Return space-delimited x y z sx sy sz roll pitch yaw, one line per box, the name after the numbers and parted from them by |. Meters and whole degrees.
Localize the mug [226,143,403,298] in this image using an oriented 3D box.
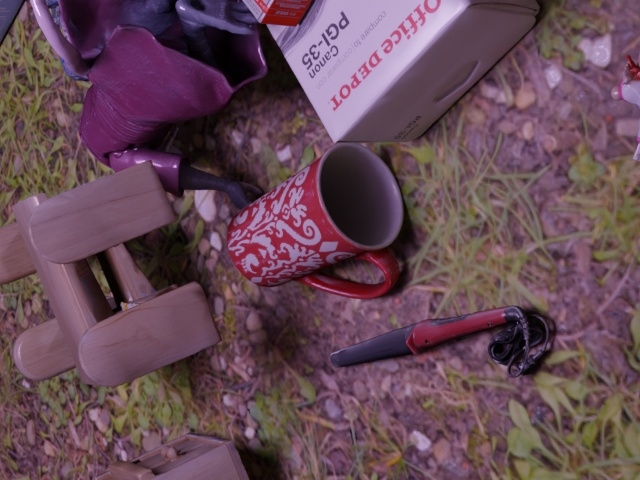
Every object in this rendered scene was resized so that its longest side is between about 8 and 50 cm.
-0.008 -0.001 1.309 0.169 0.113 0.150 -26 76 45 | mug

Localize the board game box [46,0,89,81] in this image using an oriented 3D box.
-0.259 -0.306 1.535 0.194 0.060 0.194 -11 88 44 | board game box

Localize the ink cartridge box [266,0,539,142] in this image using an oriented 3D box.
0.045 -0.262 1.219 0.207 0.117 0.283 -44 66 36 | ink cartridge box

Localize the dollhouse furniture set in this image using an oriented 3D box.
-0.280 0.150 1.401 0.362 0.256 0.394 -11 102 65 | dollhouse furniture set

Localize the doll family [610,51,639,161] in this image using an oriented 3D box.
0.351 -0.110 0.980 0.263 0.118 0.163 15 112 59 | doll family

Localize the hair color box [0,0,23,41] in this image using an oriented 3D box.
-0.451 -0.411 1.664 0.374 0.114 0.185 -50 63 35 | hair color box

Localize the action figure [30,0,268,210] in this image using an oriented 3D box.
-0.193 -0.148 1.342 0.248 0.276 0.370 68 152 20 | action figure

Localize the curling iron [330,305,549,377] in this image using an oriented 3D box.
0.107 0.108 1.264 0.274 0.035 0.068 -10 88 43 | curling iron

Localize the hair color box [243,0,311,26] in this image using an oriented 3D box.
-0.023 -0.290 1.162 0.093 0.053 0.167 53 125 27 | hair color box
